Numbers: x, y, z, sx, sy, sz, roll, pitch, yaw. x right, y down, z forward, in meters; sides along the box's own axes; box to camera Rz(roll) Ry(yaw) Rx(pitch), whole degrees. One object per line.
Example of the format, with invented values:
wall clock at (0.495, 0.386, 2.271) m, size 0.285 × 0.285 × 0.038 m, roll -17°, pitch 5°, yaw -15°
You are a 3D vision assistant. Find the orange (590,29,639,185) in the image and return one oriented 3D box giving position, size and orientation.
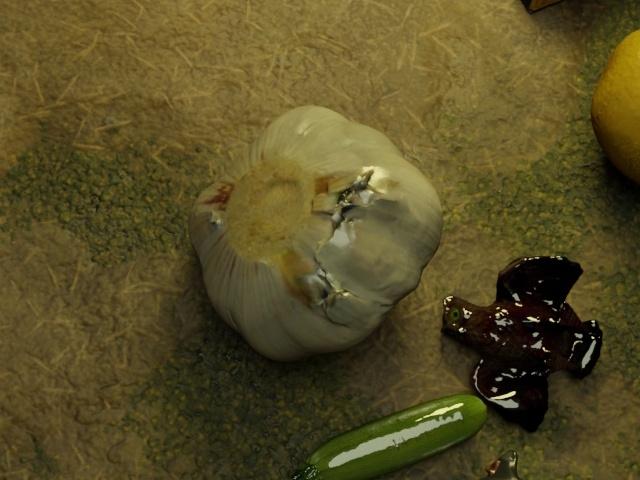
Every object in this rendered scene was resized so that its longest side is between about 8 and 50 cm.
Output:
orange at (0.457, -0.163, 1.534) m, size 0.236 × 0.236 × 0.236 m, roll 1°, pitch 69°, yaw -1°

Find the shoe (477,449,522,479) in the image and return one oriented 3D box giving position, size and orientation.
shoe at (0.263, 0.332, 1.403) m, size 0.227 × 0.099 × 0.112 m, roll 32°, pitch 64°, yaw 11°

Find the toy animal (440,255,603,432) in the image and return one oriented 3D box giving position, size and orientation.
toy animal at (0.242, 0.116, 1.499) m, size 0.179 × 0.116 × 0.219 m, roll 15°, pitch 97°, yaw 32°

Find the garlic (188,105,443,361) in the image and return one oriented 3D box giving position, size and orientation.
garlic at (-0.011, -0.006, 1.447) m, size 0.322 × 0.241 × 0.322 m, roll -20°, pitch 34°, yaw 14°

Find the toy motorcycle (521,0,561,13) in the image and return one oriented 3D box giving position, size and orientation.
toy motorcycle at (0.398, -0.415, 1.663) m, size 0.263 × 0.157 × 0.091 m, roll -23°, pitch 74°, yaw -8°

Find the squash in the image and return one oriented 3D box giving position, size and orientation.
squash at (0.080, 0.240, 1.444) m, size 0.252 × 0.066 × 0.066 m, roll -18°, pitch 70°, yaw -9°
